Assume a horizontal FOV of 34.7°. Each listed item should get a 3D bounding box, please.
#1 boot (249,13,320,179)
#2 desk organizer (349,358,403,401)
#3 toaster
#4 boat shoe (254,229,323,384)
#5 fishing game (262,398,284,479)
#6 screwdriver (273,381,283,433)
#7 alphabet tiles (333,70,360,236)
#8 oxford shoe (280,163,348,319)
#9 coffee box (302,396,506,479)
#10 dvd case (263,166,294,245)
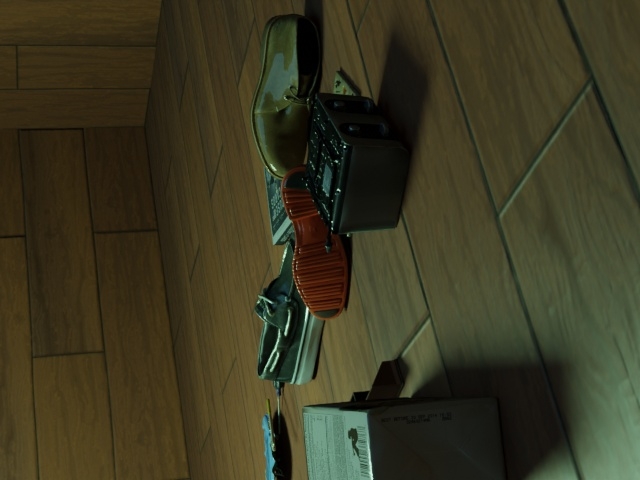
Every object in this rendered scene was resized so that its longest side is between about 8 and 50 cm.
[{"bbox_3d":[-0.056,-0.260,1.866,0.115,0.112,0.305,15,105,61],"label":"boot"},{"bbox_3d":[0.082,0.236,1.561,0.130,0.050,0.047,107,154,-48],"label":"desk organizer"},{"bbox_3d":[0.047,-0.106,1.517,0.168,0.110,0.185,-115,28,-53],"label":"toaster"},{"bbox_3d":[-0.062,0.131,1.904,0.121,0.119,0.335,-124,35,-60],"label":"boat shoe"},{"bbox_3d":[-0.103,0.474,2.248,0.189,0.041,0.264,-102,12,-52],"label":"fishing game"},{"bbox_3d":[-0.087,0.347,2.217,0.024,0.025,0.170,-129,31,-62],"label":"screwdriver"},{"bbox_3d":[0.033,-0.156,1.734,0.198,0.009,0.237,-119,31,-56],"label":"alphabet tiles"},{"bbox_3d":[0.000,0.000,1.762,0.098,0.097,0.271,-53,-44,-74],"label":"oxford shoe"},{"bbox_3d":[0.096,0.266,1.320,0.297,0.168,0.119,152,114,-73],"label":"coffee box"},{"bbox_3d":[-0.080,-0.128,2.080,0.179,0.029,0.238,131,135,-67],"label":"dvd case"}]
